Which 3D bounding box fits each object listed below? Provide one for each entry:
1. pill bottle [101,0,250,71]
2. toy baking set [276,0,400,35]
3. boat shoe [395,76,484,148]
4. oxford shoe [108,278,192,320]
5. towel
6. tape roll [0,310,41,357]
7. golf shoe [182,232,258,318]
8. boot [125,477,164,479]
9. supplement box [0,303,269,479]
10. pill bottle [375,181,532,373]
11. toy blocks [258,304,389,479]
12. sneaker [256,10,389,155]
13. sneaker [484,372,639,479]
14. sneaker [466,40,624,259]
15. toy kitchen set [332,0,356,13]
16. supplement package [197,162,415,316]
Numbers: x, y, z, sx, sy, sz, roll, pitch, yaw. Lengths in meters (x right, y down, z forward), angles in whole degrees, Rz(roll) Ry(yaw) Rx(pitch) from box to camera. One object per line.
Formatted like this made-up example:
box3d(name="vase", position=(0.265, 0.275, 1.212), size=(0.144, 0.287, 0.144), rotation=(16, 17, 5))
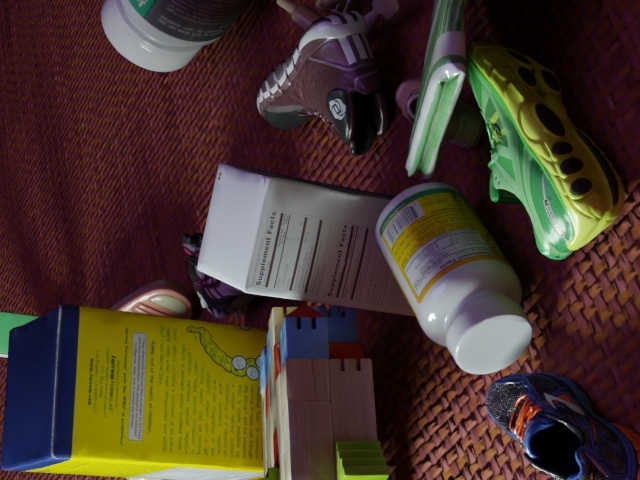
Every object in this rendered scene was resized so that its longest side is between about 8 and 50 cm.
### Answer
box3d(name="pill bottle", position=(-0.190, -0.427, 2.056), size=(0.361, 0.204, 0.204), rotation=(-43, 47, 47))
box3d(name="toy baking set", position=(0.004, -0.328, 1.749), size=(0.256, 0.030, 0.197), rotation=(42, 157, 25))
box3d(name="boat shoe", position=(0.129, -0.159, 1.582), size=(0.170, 0.059, 0.063), rotation=(39, 115, 56))
box3d(name="oxford shoe", position=(-0.337, 0.158, 2.212), size=(0.397, 0.140, 0.146), rotation=(-41, 30, 37))
box3d(name="towel", position=(0.145, -0.258, 1.442), size=(0.248, 0.038, 0.325), rotation=(97, -176, -66))
box3d(name="tape roll", position=(-0.614, 0.176, 2.484), size=(0.321, 0.321, 0.077), rotation=(-7, 74, 59))
box3d(name="golf shoe", position=(-0.114, 0.057, 1.918), size=(0.273, 0.105, 0.120), rotation=(-159, 64, -65))
box3d(name="boot", position=(-0.235, 0.281, 2.039), size=(0.262, 0.095, 0.203), rotation=(13, 109, 37))
box3d(name="supplement box", position=(-0.217, 0.211, 1.768), size=(0.194, 0.356, 0.195), rotation=(-23, 63, 55))
box3d(name="pill bottle", position=(0.146, 0.041, 1.440), size=(0.117, 0.118, 0.208), rotation=(-62, 35, 29))
box3d(name="toy blocks", position=(-0.009, 0.197, 1.571), size=(0.381, 0.191, 0.261), rotation=(108, 161, -65))
box3d(name="sneaker", position=(0.006, -0.169, 1.759), size=(0.162, 0.106, 0.281), rotation=(66, 156, 12))
box3d(name="sneaker", position=(0.226, 0.182, 1.296), size=(0.221, 0.087, 0.083), rotation=(27, 104, 58))
box3d(name="sneaker", position=(0.205, -0.102, 1.389), size=(0.123, 0.109, 0.295), rotation=(-57, 37, 34))
box3d(name="toy kitchen set", position=(0.041, -0.334, 1.771), size=(0.068, 0.083, 0.075), rotation=(27, 102, 16))
box3d(name="supplement package", position=(0.000, 0.000, 1.572), size=(0.139, 0.244, 0.134), rotation=(19, 99, 60))
